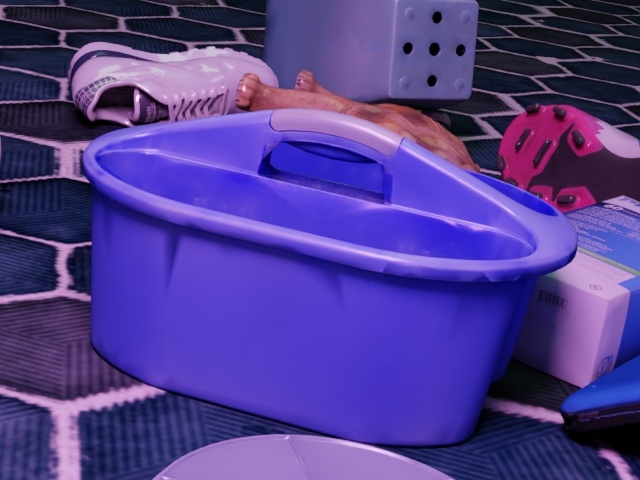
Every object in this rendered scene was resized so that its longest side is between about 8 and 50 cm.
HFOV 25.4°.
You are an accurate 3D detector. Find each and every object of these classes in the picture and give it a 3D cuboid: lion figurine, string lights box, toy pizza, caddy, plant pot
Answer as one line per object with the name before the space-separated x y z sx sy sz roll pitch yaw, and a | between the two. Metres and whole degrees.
lion figurine | 0.062 -0.070 1.271 0.240 0.142 0.392 16 17 13
string lights box | 0.230 0.033 1.135 0.133 0.077 0.259 23 23 36
toy pizza | 0.004 0.158 0.728 0.201 0.032 0.201 9 19 -3
caddy | 0.000 0.000 0.969 0.341 0.179 0.241 13 18 14
plant pot | 0.064 -0.219 1.563 0.165 0.165 0.234 -2 13 -30

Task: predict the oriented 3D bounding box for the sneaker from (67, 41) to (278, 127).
sneaker | -0.155 -0.155 1.544 0.235 0.090 0.095 -2 33 -19

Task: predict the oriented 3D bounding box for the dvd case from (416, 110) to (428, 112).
dvd case | 0.025 -0.156 1.704 0.221 0.018 0.164 5 17 -7

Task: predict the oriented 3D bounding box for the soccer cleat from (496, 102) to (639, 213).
soccer cleat | 0.302 -0.044 1.388 0.143 0.116 0.331 27 2 -32

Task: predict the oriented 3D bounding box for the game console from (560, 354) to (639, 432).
game console | 0.349 0.135 0.965 0.250 0.173 0.293 -17 -1 38

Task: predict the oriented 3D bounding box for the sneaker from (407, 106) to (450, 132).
sneaker | 0.103 -0.111 1.556 0.052 0.058 0.135 -12 -4 33
